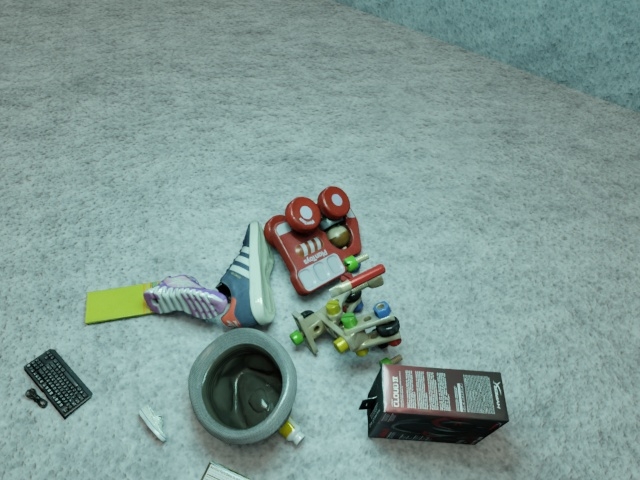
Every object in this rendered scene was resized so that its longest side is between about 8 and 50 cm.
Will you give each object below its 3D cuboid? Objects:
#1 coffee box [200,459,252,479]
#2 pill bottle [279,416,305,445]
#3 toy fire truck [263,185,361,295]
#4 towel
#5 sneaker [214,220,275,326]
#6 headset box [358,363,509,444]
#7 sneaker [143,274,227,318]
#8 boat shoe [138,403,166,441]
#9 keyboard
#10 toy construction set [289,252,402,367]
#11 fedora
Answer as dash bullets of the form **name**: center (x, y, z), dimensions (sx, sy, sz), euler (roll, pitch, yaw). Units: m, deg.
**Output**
- **coffee box**: center (-0.227, 0.587, 0.919), dimensions (0.098, 0.141, 0.246), euler (20, 54, 10)
- **pill bottle**: center (-0.075, 0.440, 1.097), dimensions (0.083, 0.043, 0.043), euler (39, 60, 22)
- **toy fire truck**: center (0.000, 0.000, 1.356), dimensions (0.302, 0.169, 0.253), euler (-24, 84, -39)
- **towel**: center (-0.515, 0.167, 1.279), dimensions (0.238, 0.021, 0.102), euler (-8, 52, -10)
- **sneaker**: center (-0.217, 0.088, 1.302), dimensions (0.148, 0.131, 0.349), euler (-17, 43, 10)
- **headset box**: center (0.237, 0.376, 1.062), dimensions (0.294, 0.218, 0.110), euler (5, 54, -2)
- **sneaker**: center (-0.343, 0.136, 1.225), dimensions (0.237, 0.095, 0.104), euler (3, 35, 21)
- **boat shoe**: center (-0.385, 0.424, 1.091), dimensions (0.035, 0.035, 0.100), euler (-39, 59, -25)
- **keyboard**: center (-0.650, 0.352, 1.129), dimensions (0.180, 0.023, 0.108), euler (36, 59, 21)
- **toy construction set**: center (0.044, 0.190, 1.150), dimensions (0.237, 0.308, 0.257), euler (-25, 51, -15)
- **fedora**: center (-0.164, 0.350, 1.089), dimensions (0.276, 0.124, 0.244), euler (31, 68, 37)
